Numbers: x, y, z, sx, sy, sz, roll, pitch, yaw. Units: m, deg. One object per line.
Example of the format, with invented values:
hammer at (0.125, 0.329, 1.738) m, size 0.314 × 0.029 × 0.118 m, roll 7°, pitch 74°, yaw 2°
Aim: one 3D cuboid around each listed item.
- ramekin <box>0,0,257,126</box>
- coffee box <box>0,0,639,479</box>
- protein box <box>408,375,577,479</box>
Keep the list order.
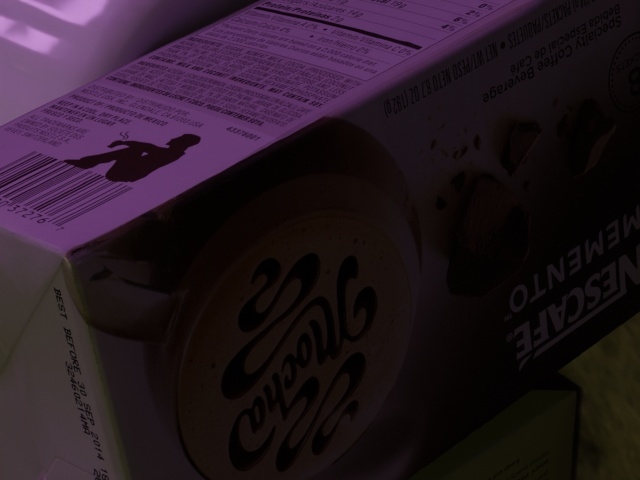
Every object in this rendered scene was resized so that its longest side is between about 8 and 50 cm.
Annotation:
ramekin at (-0.077, -0.046, 0.903) m, size 0.135 × 0.277 × 0.277 m, roll 24°, pitch 134°, yaw 34°
coffee box at (0.000, 0.000, 0.791) m, size 0.119 × 0.297 × 0.168 m, roll 19°, pitch 129°, yaw 44°
protein box at (0.010, 0.162, 1.004) m, size 0.136 × 0.200 × 0.201 m, roll 34°, pitch 140°, yaw 38°
